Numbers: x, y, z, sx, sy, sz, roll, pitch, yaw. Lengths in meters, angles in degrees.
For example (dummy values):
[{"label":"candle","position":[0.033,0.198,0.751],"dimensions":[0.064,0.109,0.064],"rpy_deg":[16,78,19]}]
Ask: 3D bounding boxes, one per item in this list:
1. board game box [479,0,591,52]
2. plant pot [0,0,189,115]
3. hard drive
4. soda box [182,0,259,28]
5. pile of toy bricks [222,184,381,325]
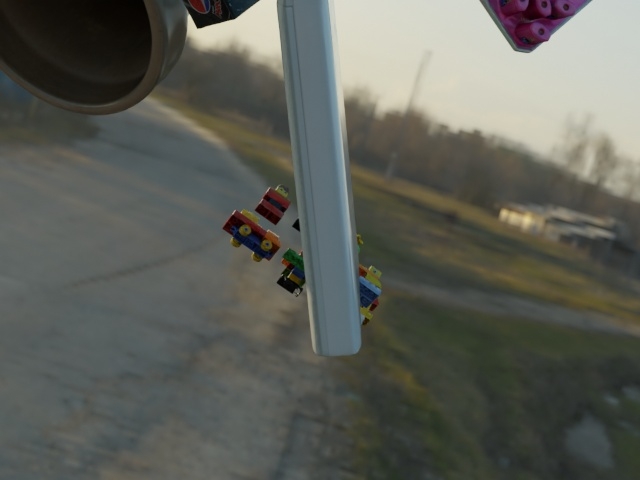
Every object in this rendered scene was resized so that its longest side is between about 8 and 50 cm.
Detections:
[{"label":"board game box","position":[0.263,-0.476,1.706],"dimensions":[0.390,0.390,0.050],"rpy_deg":[54,-17,-14]},{"label":"plant pot","position":[-0.218,-0.297,1.580],"dimensions":[0.263,0.263,0.229],"rpy_deg":[18,43,20]},{"label":"hard drive","position":[0.000,-0.091,1.202],"dimensions":[0.040,0.307,0.203],"rpy_deg":[-4,23,2]},{"label":"soda box","position":[-0.053,-0.253,1.345],"dimensions":[0.053,0.060,0.169],"rpy_deg":[-4,31,48]},{"label":"pile of toy bricks","position":[0.000,0.000,1.838],"dimensions":[0.212,0.118,0.105],"rpy_deg":[35,44,-6]}]
